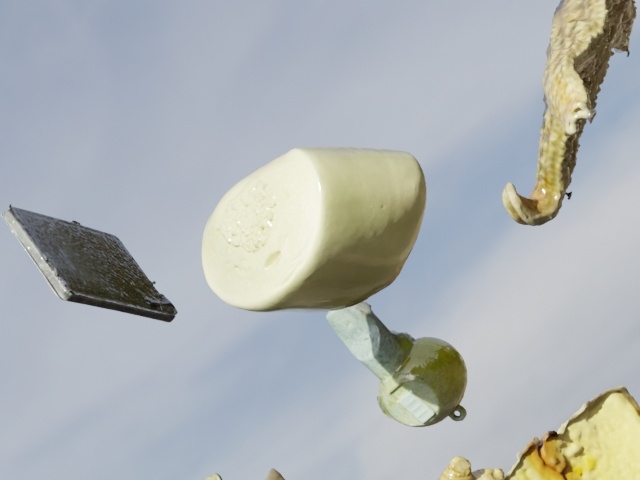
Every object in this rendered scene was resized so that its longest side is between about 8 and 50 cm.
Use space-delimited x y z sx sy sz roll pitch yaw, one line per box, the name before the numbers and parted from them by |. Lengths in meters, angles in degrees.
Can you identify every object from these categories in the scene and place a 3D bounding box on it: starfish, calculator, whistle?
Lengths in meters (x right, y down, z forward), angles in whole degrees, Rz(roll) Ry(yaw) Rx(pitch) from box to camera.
starfish | 0.254 -0.198 1.750 0.432 0.082 0.324 96 -161 -67
calculator | -0.293 0.032 2.417 0.021 0.161 0.261 -45 -27 13
whistle | 0.103 0.150 2.387 0.123 0.223 0.123 -47 6 6

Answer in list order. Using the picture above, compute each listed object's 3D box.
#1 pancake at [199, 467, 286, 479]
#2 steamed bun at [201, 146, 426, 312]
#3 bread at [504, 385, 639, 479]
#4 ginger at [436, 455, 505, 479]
pancake | -0.069 0.370 2.146 0.033 0.288 0.286 -19 -47 -30
steamed bun | 0.000 0.000 2.105 0.200 0.155 0.250 4 -25 -37
bread | 0.261 0.269 1.775 0.240 0.135 0.178 -40 -55 -24
ginger | 0.081 0.233 1.470 0.205 0.081 0.115 -5 -32 -20
